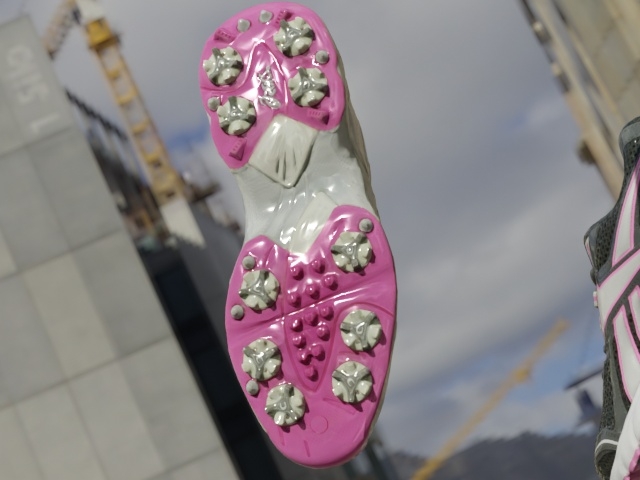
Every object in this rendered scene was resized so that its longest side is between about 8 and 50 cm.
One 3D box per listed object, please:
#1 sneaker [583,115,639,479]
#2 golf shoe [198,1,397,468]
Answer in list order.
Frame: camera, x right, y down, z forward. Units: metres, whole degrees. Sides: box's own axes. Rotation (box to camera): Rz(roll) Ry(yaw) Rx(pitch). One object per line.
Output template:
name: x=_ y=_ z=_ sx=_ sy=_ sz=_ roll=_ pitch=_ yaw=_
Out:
sneaker: x=0.148 y=0.023 z=0.753 sx=0.072 sy=0.077 sz=0.178 roll=-9 pitch=-58 yaw=-38
golf shoe: x=0.000 y=0.000 z=1.138 sx=0.115 sy=0.306 sz=0.140 roll=-9 pitch=-15 yaw=13
